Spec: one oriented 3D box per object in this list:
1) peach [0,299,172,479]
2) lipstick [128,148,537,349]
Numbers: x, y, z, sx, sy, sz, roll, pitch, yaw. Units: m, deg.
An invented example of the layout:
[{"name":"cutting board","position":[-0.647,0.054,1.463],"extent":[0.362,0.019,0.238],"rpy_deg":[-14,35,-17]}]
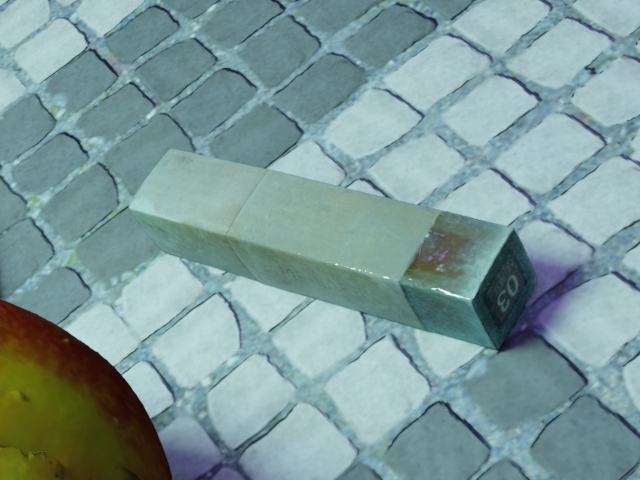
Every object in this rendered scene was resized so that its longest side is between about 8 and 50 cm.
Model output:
[{"name":"peach","position":[-0.272,0.212,1.093],"extent":[0.370,0.370,0.370],"rpy_deg":[-14,47,16]},{"name":"lipstick","position":[0.000,0.000,1.299],"extent":[0.371,0.076,0.080],"rpy_deg":[16,63,36]}]
